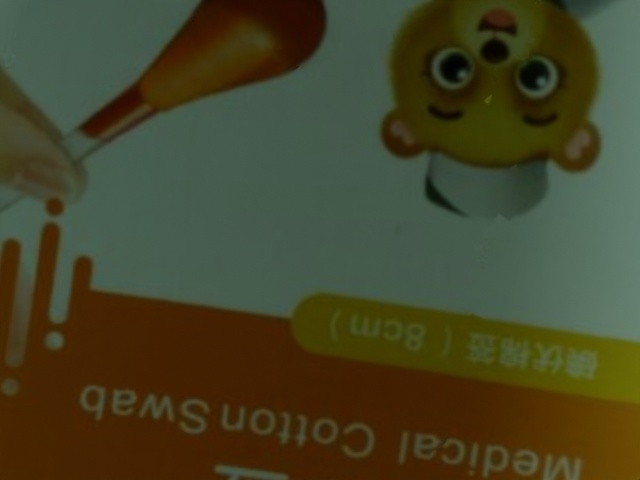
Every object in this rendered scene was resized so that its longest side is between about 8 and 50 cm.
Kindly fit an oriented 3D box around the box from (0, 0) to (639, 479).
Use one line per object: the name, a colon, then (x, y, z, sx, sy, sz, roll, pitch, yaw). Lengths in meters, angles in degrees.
box: (-0.006, 0.016, 0.522, 0.143, 0.224, 0.341, -152, -110, -88)
